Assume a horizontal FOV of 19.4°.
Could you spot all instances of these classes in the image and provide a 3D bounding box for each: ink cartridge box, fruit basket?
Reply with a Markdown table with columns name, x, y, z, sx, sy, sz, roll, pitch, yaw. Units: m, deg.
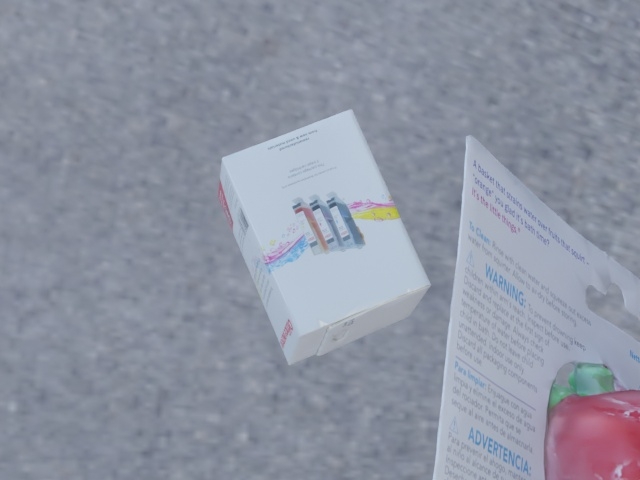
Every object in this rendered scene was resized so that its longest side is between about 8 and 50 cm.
| name | x | y | z | sx | sy | sz | roll | pitch | yaw |
| --- | --- | --- | --- | --- | --- | --- | --- | --- | --- |
| ink cartridge box | 0.000 | 0.000 | 1.653 | 0.127 | 0.128 | 0.176 | -21 | 79 | -11 |
| fruit basket | 0.119 | 0.176 | 0.864 | 0.165 | 0.327 | 0.353 | -14 | 61 | 30 |
